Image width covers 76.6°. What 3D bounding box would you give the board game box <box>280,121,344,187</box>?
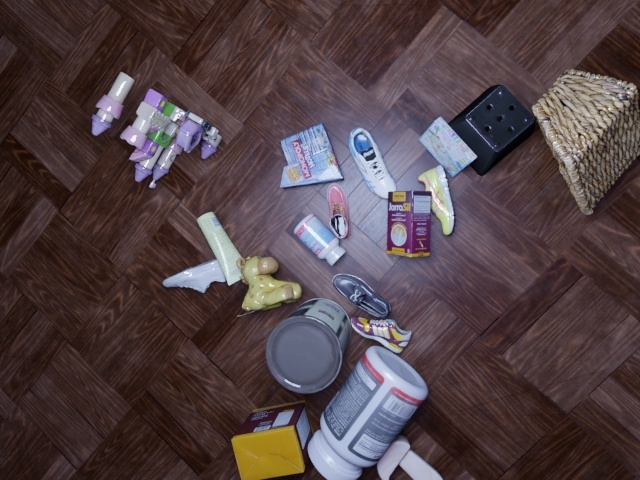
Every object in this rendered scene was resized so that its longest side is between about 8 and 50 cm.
[{"bbox_3d":[-0.050,-0.245,1.267,0.194,0.060,0.194,-21,88,9],"label":"board game box"}]

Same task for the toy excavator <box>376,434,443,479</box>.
[{"bbox_3d":[0.352,0.847,1.187,0.432,0.222,0.445,11,80,9],"label":"toy excavator"}]

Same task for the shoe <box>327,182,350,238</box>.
[{"bbox_3d":[0.055,-0.091,1.243,0.063,0.081,0.178,-11,90,10],"label":"shoe"}]

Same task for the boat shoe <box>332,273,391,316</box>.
[{"bbox_3d":[0.126,0.169,1.249,0.206,0.065,0.075,33,97,7],"label":"boat shoe"}]

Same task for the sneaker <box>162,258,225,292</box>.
[{"bbox_3d":[-0.416,0.134,1.338,0.212,0.080,0.094,-18,101,8],"label":"sneaker"}]

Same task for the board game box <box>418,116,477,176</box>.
[{"bbox_3d":[0.366,-0.268,1.176,0.026,0.103,0.154,-39,85,-22],"label":"board game box"}]

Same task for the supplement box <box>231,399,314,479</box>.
[{"bbox_3d":[-0.137,0.606,1.241,0.191,0.194,0.129,-15,90,10],"label":"supplement box"}]

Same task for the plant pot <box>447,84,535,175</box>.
[{"bbox_3d":[0.476,-0.317,1.124,0.188,0.167,0.187,-41,86,7],"label":"plant pot"}]

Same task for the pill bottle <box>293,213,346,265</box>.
[{"bbox_3d":[0.000,0.000,1.253,0.160,0.087,0.087,45,98,6],"label":"pill bottle"}]

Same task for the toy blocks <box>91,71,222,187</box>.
[{"bbox_3d":[-0.490,-0.284,1.227,0.309,0.288,0.260,30,90,5],"label":"toy blocks"}]

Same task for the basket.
[{"bbox_3d":[0.637,-0.247,1.033,0.223,0.299,0.213,-53,46,8],"label":"basket"}]

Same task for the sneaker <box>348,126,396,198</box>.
[{"bbox_3d":[0.154,-0.230,1.222,0.085,0.086,0.237,-29,88,8],"label":"sneaker"}]

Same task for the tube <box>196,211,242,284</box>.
[{"bbox_3d":[-0.319,0.024,1.319,0.070,0.062,0.240,-32,86,7],"label":"tube"}]

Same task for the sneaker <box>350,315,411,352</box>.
[{"bbox_3d":[0.185,0.263,1.236,0.185,0.069,0.084,27,111,-1],"label":"sneaker"}]

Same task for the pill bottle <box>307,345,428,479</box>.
[{"bbox_3d":[0.129,0.512,1.187,0.210,0.210,0.363,35,97,7],"label":"pill bottle"}]

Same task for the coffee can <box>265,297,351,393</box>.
[{"bbox_3d":[-0.022,0.289,1.171,0.201,0.275,0.202,0,92,10],"label":"coffee can"}]

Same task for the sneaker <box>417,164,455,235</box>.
[{"bbox_3d":[0.343,-0.112,1.204,0.094,0.081,0.209,-14,84,18],"label":"sneaker"}]

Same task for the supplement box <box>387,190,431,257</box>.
[{"bbox_3d":[0.257,-0.050,1.184,0.080,0.104,0.188,-3,96,-33],"label":"supplement box"}]

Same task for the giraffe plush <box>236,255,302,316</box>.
[{"bbox_3d":[-0.176,0.123,1.253,0.210,0.181,0.171,-15,77,-7],"label":"giraffe plush"}]
